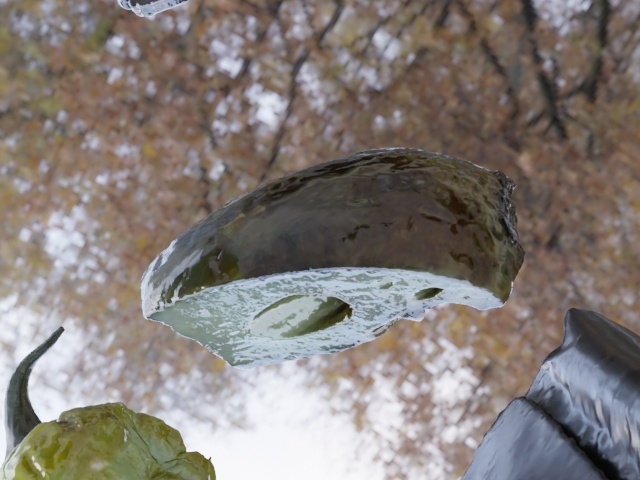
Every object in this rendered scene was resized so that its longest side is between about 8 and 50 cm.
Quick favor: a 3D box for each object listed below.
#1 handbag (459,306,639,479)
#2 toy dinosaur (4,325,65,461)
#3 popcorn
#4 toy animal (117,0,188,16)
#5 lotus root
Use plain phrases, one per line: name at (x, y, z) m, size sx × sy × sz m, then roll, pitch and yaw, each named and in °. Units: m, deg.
handbag at (0.104, 0.155, 0.617) m, size 0.080 × 0.223 × 0.247 m, roll 31°, pitch -174°, yaw -11°
toy dinosaur at (-0.246, 0.205, 1.508) m, size 0.187 × 0.087 × 0.179 m, roll 35°, pitch -111°, yaw -18°
popcorn at (-0.193, 0.245, 1.339) m, size 0.184 × 0.204 × 0.221 m, roll 38°, pitch -163°, yaw 35°
toy animal at (-0.151, -0.291, 1.432) m, size 0.084 × 0.148 × 0.233 m, roll 43°, pitch 173°, yaw -40°
lotus root at (-0.003, -0.002, 1.237) m, size 0.142 × 0.314 × 0.210 m, roll 50°, pitch -155°, yaw -37°
